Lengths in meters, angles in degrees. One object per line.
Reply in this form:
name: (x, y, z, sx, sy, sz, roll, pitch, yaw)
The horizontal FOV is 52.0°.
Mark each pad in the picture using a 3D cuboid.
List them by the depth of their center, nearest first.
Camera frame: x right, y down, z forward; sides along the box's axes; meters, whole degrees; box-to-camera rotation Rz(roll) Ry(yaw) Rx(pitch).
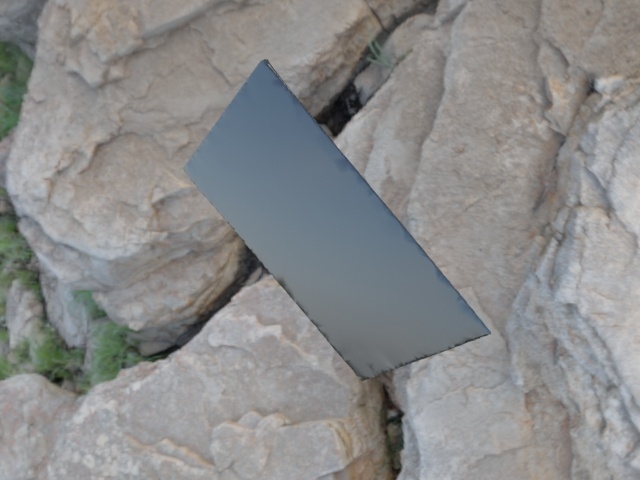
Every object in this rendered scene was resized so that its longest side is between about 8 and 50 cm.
pad: (0.000, 0.000, 0.509, 0.245, 0.006, 0.170, 50, 143, -2)
